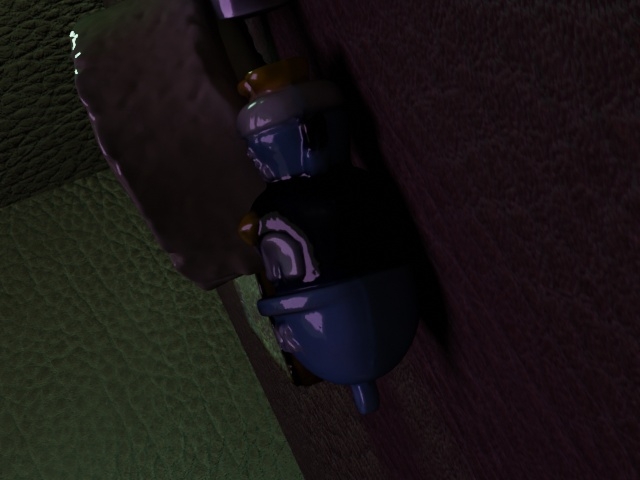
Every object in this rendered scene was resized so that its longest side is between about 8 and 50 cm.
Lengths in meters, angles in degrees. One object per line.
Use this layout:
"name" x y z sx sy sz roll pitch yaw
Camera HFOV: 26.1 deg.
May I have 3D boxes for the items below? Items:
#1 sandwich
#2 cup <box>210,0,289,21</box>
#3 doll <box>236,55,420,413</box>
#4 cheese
"sandwich" -0.061 0.039 1.833 0.273 0.095 0.249 -143 33 -73
"cup" -0.067 -0.263 1.275 0.104 0.074 0.116 4 112 54
"doll" 0.000 0.000 1.207 0.177 0.141 0.314 160 92 -77
"cheese" -0.116 -0.103 1.419 0.332 0.153 0.292 58 -169 -36
